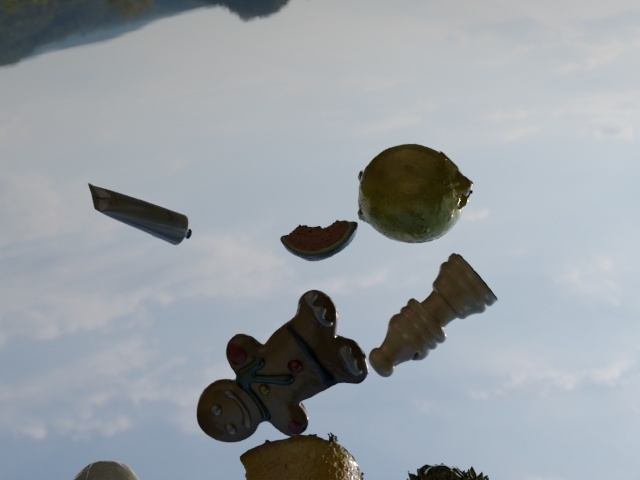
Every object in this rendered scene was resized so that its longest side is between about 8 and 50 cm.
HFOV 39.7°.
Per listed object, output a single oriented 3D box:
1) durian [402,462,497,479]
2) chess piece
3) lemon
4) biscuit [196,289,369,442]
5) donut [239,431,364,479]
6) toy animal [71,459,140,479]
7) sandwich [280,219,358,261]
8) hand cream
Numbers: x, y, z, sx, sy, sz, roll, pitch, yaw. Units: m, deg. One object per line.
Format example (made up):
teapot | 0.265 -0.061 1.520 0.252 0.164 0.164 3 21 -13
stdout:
durian | 0.194 0.508 1.492 0.291 0.225 0.291 -34 180 0
chess piece | 0.227 0.176 1.953 0.307 0.139 0.124 -40 -177 -3
lemon | 0.160 -0.081 1.522 0.206 0.174 0.173 -1 -159 28
biscuit | -0.072 0.227 1.438 0.301 0.197 0.049 -34 -176 9
donut | -0.014 0.311 1.075 0.146 0.181 0.078 -10 -140 -2
toy animal | -0.317 0.463 1.347 0.174 0.249 0.289 -11 -120 -21
sandwich | -0.002 0.002 1.501 0.135 0.029 0.067 -10 -120 13
hand cream | -0.294 -0.041 1.463 0.186 0.054 0.087 23 -159 -32
